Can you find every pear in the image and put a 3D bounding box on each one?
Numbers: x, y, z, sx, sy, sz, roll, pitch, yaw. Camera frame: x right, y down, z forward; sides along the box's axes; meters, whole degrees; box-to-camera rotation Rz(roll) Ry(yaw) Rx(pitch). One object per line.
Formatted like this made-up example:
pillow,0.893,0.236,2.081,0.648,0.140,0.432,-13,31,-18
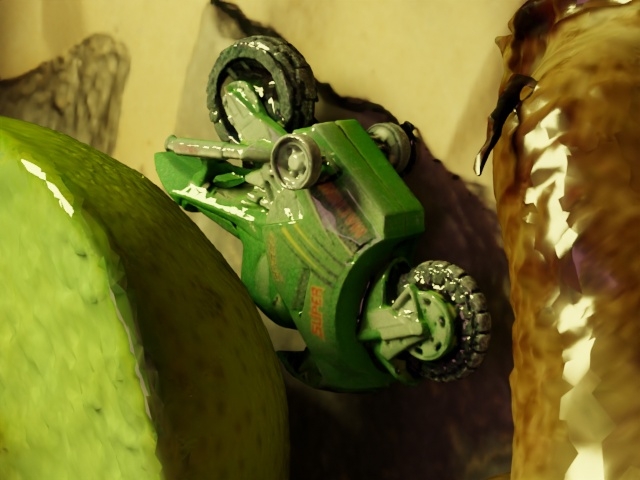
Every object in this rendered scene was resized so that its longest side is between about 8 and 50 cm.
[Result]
pear,-0.079,0.052,0.807,0.288,0.139,0.239,71,157,9

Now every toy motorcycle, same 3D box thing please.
toy motorcycle,0.000,0.000,0.868,0.190,0.074,0.106,53,127,22

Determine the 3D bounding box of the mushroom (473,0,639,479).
mushroom,0.125,0.096,0.639,0.331,0.334,0.356,11,108,35
